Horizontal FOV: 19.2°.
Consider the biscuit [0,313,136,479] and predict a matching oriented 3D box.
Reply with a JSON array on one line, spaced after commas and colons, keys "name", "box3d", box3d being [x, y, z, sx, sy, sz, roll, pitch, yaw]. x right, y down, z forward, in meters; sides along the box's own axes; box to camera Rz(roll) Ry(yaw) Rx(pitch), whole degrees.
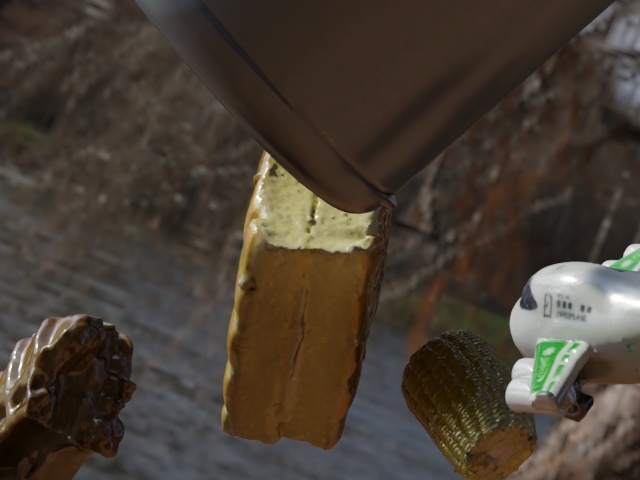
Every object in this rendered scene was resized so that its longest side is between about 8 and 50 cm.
[{"name": "biscuit", "box3d": [-0.283, 0.256, 1.786, 0.115, 0.366, 0.268, 28, -44, -27]}]

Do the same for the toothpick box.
[{"name": "toothpick box", "box3d": [0.076, -0.205, 0.979, 0.263, 0.355, 0.263, 49, 7, -8]}]

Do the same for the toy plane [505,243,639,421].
[{"name": "toy plane", "box3d": [0.182, 0.047, 1.150, 0.080, 0.174, 0.174, 57, -15, -20]}]

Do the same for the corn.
[{"name": "corn", "box3d": [0.116, 0.130, 1.472, 0.063, 0.085, 0.165, 63, -1, -27]}]

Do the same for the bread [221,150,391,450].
[{"name": "bread", "box3d": [0.000, 0.000, 1.508, 0.111, 0.246, 0.239, 11, -45, 2]}]
